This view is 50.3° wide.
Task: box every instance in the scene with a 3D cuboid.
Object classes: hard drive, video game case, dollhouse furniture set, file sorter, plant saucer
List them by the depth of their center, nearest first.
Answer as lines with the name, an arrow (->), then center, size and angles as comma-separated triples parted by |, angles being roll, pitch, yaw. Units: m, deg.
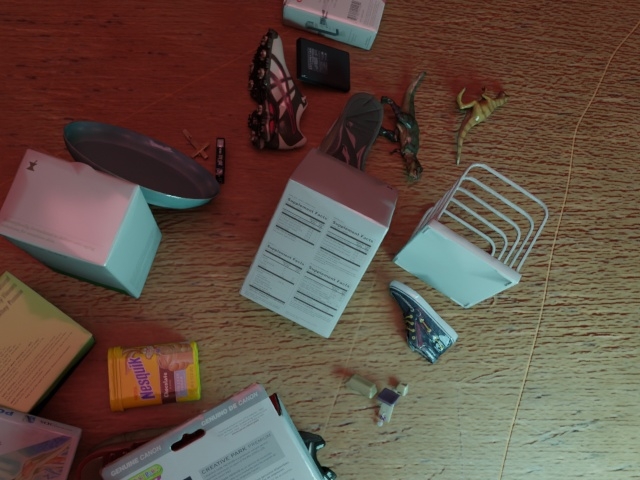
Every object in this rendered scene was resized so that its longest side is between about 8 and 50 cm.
video game case -> -0.613, 0.435, 1.208 | 0.299, 0.036, 0.329 | 18, 106, -10
plant saucer -> -0.352, -0.144, 1.342 | 0.317, 0.317, 0.044 | 28, 108, 1
file sorter -> 0.297, -0.006, 1.373 | 0.192, 0.278, 0.173 | 33, 73, 2
dollhouse furniture set -> 0.108, 0.324, 1.417 | 0.114, 0.091, 0.081 | 25, 118, 22
hard drive -> 0.008, -0.390, 1.520 | 0.135, 0.022, 0.094 | 7, 75, -34

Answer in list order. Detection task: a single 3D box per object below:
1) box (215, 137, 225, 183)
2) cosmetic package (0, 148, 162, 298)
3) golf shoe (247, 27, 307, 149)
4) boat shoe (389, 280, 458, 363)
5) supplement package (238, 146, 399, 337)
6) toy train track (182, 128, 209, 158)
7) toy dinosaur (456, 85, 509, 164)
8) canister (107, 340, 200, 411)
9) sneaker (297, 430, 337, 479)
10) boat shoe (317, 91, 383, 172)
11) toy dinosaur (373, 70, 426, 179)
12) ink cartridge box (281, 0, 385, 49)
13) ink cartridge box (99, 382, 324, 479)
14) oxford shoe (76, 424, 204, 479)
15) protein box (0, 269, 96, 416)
box -> -0.214, -0.170, 1.459 | 0.018, 0.067, 0.083 | 1, 79, -7
cosmetic package -> -0.423, -0.016, 1.252 | 0.196, 0.365, 0.155 | 18, 77, -1
golf shoe -> -0.094, -0.328, 1.503 | 0.120, 0.105, 0.273 | 5, 79, -25
boat shoe -> 0.197, 0.171, 1.429 | 0.183, 0.065, 0.083 | 44, 76, 3
supplement package -> 0.000, 0.000, 1.317 | 0.198, 0.199, 0.263 | 26, 117, 0
toy train track -> -0.273, -0.210, 1.490 | 0.048, 0.014, 0.083 | -39, 79, -5
toy dinosaur -> 0.348, -0.287, 1.543 | 0.112, 0.064, 0.211 | 45, 78, 3
canister -> -0.327, 0.266, 1.352 | 0.169, 0.073, 0.126 | -5, 79, -8
sneaker -> -0.032, 0.500, 1.318 | 0.135, 0.098, 0.276 | -2, 77, -4
boat shoe -> 0.037, -0.166, 1.477 | 0.118, 0.103, 0.321 | 23, 81, -11
toy dinosaur -> 0.176, -0.261, 1.523 | 0.118, 0.064, 0.268 | 8, 76, -19
ink cartridge box -> 0.035, -0.549, 1.553 | 0.217, 0.092, 0.159 | 17, 77, -4
ink cartridge box -> -0.176, 0.411, 1.182 | 0.309, 0.130, 0.272 | -28, 98, -5
oxford shoe -> -0.274, 0.393, 1.298 | 0.348, 0.130, 0.123 | -3, 98, -9
protein box -> -0.571, 0.204, 1.288 | 0.201, 0.136, 0.200 | 37, 69, -3
